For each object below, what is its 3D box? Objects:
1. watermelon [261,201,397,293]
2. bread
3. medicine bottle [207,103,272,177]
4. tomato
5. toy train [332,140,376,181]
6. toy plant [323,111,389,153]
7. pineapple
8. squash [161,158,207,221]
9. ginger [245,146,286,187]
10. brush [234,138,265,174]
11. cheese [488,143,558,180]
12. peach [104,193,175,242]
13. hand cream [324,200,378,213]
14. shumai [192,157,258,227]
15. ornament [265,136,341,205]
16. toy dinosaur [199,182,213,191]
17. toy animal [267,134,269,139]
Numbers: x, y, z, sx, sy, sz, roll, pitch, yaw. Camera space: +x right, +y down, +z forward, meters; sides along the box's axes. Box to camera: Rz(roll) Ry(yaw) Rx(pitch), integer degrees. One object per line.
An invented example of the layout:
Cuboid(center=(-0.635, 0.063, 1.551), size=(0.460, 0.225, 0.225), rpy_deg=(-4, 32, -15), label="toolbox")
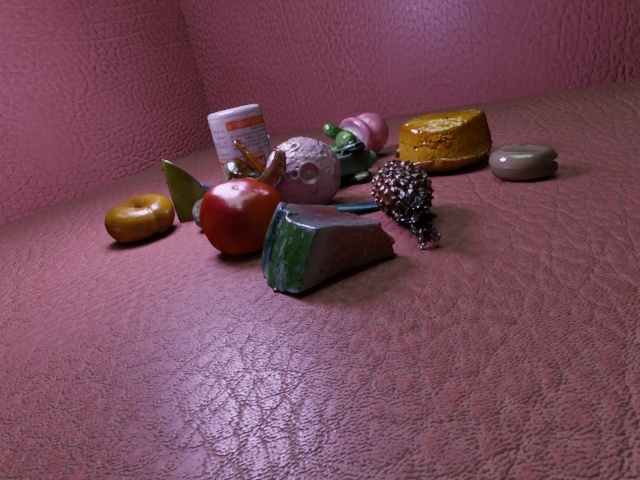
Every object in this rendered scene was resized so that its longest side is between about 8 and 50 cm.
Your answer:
Cuboid(center=(-0.009, -0.011, 1.140), size=(0.302, 0.151, 0.264), rpy_deg=(-20, 20, -20), label="watermelon")
Cuboid(center=(0.455, -0.377, 1.793), size=(0.358, 0.204, 0.337), rpy_deg=(-4, 16, 27), label="bread")
Cuboid(center=(-0.292, -0.325, 1.849), size=(0.211, 0.371, 0.211), rpy_deg=(-11, 18, 4), label="medicine bottle")
Cuboid(center=(-0.223, -0.078, 1.369), size=(0.259, 0.180, 0.260), rpy_deg=(-2, 43, 2), label="tomato")
Cuboid(center=(0.020, -0.281, 1.870), size=(0.397, 0.160, 0.253), rpy_deg=(-20, 12, -25), label="toy train")
Cuboid(center=(0.154, -0.468, 2.170), size=(0.356, 0.211, 0.317), rpy_deg=(-24, -1, -33), label="toy plant")
Cuboid(center=(0.236, -0.100, 1.249), size=(0.175, 0.175, 0.361), rpy_deg=(-13, 30, -1), label="pineapple")
Cuboid(center=(-0.498, -0.215, 1.847), size=(0.093, 0.252, 0.169), rpy_deg=(3, 25, 33), label="squash")
Cuboid(center=(-0.212, -0.158, 1.516), size=(0.333, 0.081, 0.148), rpy_deg=(-39, 51, 25), label="ginger")
Cuboid(center=(-0.208, -0.245, 1.723), size=(0.017, 0.314, 0.090), rpy_deg=(-37, 7, 26), label="brush")
Cuboid(center=(0.633, -0.243, 1.477), size=(0.175, 0.091, 0.202), rpy_deg=(-21, 23, -24), label="cheese")
Cuboid(center=(-0.658, -0.082, 1.744), size=(0.251, 0.153, 0.251), rpy_deg=(-18, 19, 6), label="peach")
Cuboid(center=(0.090, -0.099, 1.493), size=(0.224, 0.048, 0.083), rpy_deg=(-10, 17, -8), label="hand cream")
Cuboid(center=(-0.341, -0.167, 1.681), size=(0.260, 0.222, 0.225), rpy_deg=(-20, 23, -9), label="shumai")
Cuboid(center=(-0.057, -0.220, 1.589), size=(0.259, 0.259, 0.225), rpy_deg=(-17, 10, -11), label="ornament")
Cuboid(center=(-0.524, -0.220, 2.137), size=(0.144, 0.076, 0.329), rpy_deg=(13, 2, -35), label="toy dinosaur")
Cuboid(center=(-0.250, -0.306, 2.213), size=(0.302, 0.225, 0.284), rpy_deg=(-35, 48, -21), label="toy animal")
